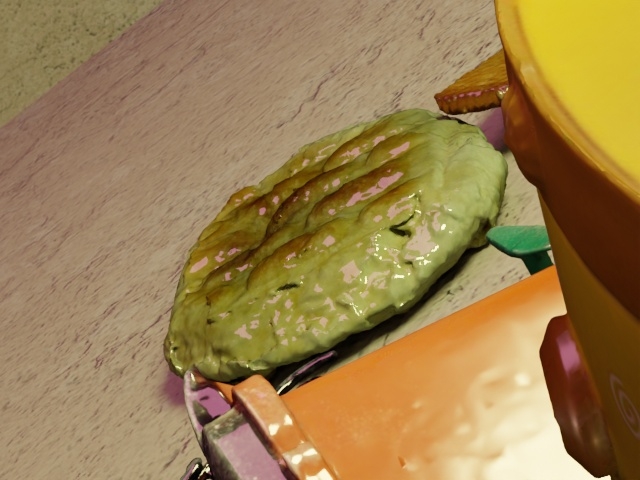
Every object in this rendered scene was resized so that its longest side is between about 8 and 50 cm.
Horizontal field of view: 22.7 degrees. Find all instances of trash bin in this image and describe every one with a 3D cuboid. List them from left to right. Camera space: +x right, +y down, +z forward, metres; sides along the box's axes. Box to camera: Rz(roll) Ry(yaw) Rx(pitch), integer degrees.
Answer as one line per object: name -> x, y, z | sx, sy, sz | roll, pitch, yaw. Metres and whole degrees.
trash bin -> 0.081, 0.092, 0.640 | 0.239, 0.161, 0.184 | -32, 52, -12

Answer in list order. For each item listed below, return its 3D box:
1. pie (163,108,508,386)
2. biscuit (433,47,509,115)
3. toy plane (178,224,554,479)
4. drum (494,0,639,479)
pie -> 0.000, 0.000, 1.161 | 0.306, 0.071, 0.306 | -32, 19, 13
biscuit -> 0.183, -0.139, 1.200 | 0.126, 0.025, 0.206 | -2, 25, 44
toy plane -> 0.061, 0.104, 0.795 | 0.382, 0.106, 0.155 | -44, 28, -25
drum -> 0.265, -0.021, 0.401 | 0.431, 0.214, 0.431 | -14, 35, 10
